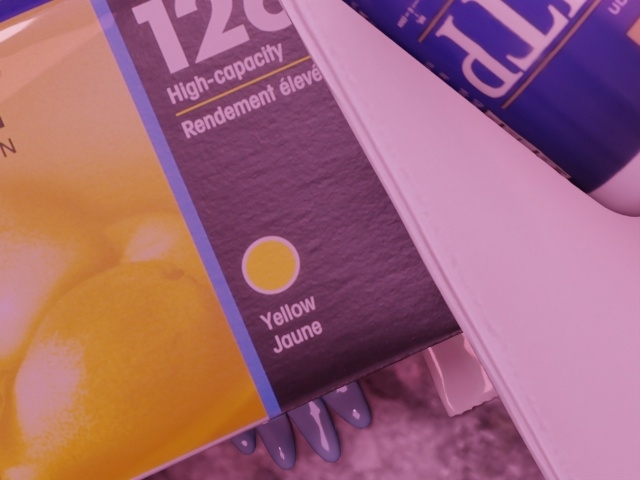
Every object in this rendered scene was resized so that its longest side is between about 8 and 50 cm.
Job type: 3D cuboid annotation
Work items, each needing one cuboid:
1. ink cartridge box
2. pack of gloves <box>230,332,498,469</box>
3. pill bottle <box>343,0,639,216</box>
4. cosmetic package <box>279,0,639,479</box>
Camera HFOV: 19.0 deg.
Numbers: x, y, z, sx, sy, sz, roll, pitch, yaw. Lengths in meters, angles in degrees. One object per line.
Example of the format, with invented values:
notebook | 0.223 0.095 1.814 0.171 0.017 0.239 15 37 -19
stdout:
ink cartridge box | -0.118 -0.040 0.871 0.304 0.072 0.307 -24 106 -5
pack of gloves | 0.000 0.000 0.955 0.195 0.046 0.232 -24 100 15
pill bottle | 0.090 -0.073 0.544 0.187 0.112 0.112 38 107 -1
cosmetic package | 0.225 -0.116 0.740 0.394 0.329 0.327 -28 99 14
